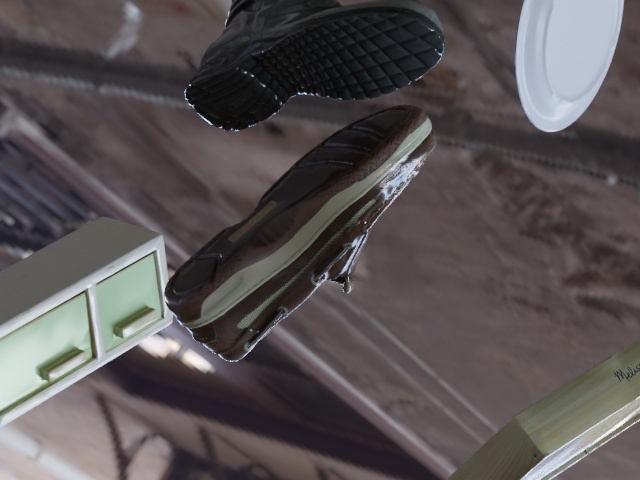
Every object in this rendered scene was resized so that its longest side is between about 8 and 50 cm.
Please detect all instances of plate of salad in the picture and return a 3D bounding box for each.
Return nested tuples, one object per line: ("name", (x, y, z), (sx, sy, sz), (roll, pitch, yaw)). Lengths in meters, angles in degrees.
("plate of salad", (0.221, -0.198, 1.784), (0.048, 0.200, 0.200), (16, -108, 32))

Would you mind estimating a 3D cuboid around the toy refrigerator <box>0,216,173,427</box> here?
("toy refrigerator", (-0.263, 0.081, 1.874), (0.094, 0.102, 0.269), (15, -148, 36))

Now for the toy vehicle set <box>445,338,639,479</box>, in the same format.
("toy vehicle set", (0.198, 0.128, 1.444), (0.035, 0.267, 0.166), (54, -40, 13))

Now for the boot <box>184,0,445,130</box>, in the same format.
("boot", (0.002, -0.188, 1.555), (0.246, 0.083, 0.161), (-12, -134, 38))

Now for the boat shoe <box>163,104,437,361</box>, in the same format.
("boat shoe", (-0.003, -0.003, 1.579), (0.257, 0.095, 0.095), (-38, -154, -2))
